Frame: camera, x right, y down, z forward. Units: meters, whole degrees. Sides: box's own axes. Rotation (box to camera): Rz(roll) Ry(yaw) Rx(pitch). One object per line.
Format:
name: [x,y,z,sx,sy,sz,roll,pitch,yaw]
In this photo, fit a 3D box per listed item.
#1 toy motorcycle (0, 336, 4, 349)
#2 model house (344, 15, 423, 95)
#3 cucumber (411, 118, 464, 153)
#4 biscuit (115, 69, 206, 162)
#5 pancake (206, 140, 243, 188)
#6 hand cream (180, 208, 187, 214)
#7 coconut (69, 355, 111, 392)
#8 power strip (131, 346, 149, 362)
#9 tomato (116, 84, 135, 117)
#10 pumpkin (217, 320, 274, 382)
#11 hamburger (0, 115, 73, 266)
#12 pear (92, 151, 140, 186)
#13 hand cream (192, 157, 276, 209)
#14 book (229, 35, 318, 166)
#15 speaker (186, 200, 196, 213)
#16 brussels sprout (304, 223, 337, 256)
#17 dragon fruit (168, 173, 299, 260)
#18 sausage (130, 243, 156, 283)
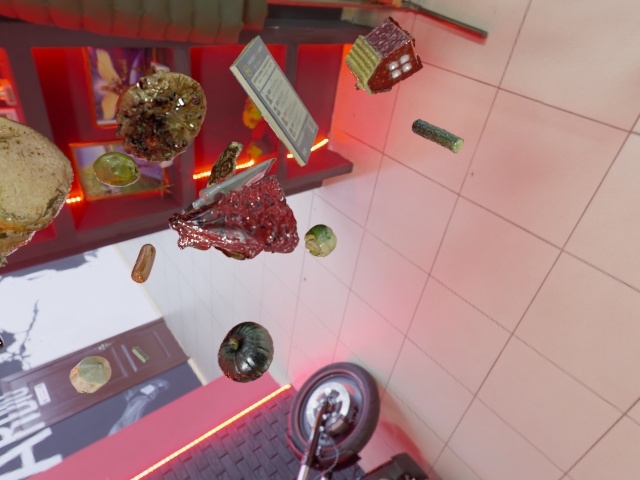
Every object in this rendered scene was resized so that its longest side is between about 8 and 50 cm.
toy motorcycle: [-1.099,0.355,1.229,0.125,0.196,0.331,30,175,9]
model house: [0.215,-0.667,1.524,0.160,0.253,0.196,50,-169,-54]
cucumber: [0.397,-0.362,1.405,0.187,0.058,0.058,37,134,30]
biscuit: [-0.518,-0.394,1.355,0.081,0.289,0.334,48,115,26]
pancake: [-0.428,-0.340,1.848,0.257,0.056,0.213,-17,57,40]
hand cream: [-0.524,-0.106,1.968,0.120,0.270,0.061,-14,73,54]
coconut: [-0.797,0.464,1.431,0.122,0.116,0.116,-40,73,26]
power strip: [-0.742,0.468,1.689,0.083,0.027,0.017,45,101,0]
tomato: [-0.632,-0.469,1.538,0.260,0.259,0.180,60,147,12]
pumpkin: [-0.315,0.455,1.700,0.249,0.250,0.216,32,161,40]
hamburger: [-0.600,-0.082,0.733,0.211,0.245,0.261,-21,86,21]
pear: [-0.623,-0.218,1.258,0.107,0.131,0.107,173,90,-80]
hand cream: [-0.300,-0.194,1.455,0.078,0.340,0.124,54,149,3]
book: [-0.152,-0.521,1.539,0.039,0.300,0.428,-19,126,28]
speaker: [-0.423,-0.113,1.459,0.075,0.094,0.060,-18,99,43]
brussels sprout: [0.006,-0.004,1.967,0.183,0.145,0.131,26,135,46]
dragon fruit: [-0.263,-0.025,1.213,0.286,0.329,0.228,-1,115,62]
sausage: [-0.777,0.098,1.811,0.076,0.076,0.198,119,159,-47]
